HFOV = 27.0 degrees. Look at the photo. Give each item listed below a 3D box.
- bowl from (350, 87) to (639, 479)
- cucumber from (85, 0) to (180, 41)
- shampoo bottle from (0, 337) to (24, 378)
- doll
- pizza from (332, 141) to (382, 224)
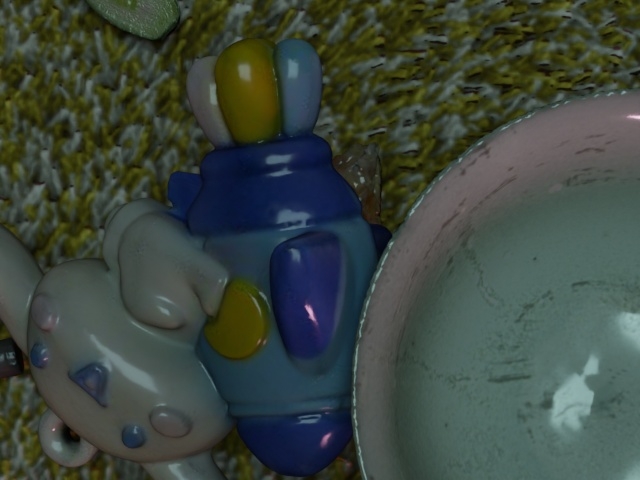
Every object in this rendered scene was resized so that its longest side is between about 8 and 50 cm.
[{"bbox_3d":[0.227,0.120,0.998,0.435,0.196,0.434,1,78,-5],"label":"bowl"},{"bbox_3d":[-0.162,-0.214,1.141,0.067,0.035,0.107,-45,84,8],"label":"cucumber"},{"bbox_3d":[-0.322,0.110,1.064,0.165,0.040,0.080,-12,77,-3],"label":"shampoo bottle"},{"bbox_3d":[-0.082,0.053,0.977,0.366,0.187,0.376,-38,109,17],"label":"doll"},{"bbox_3d":[0.000,0.000,1.093,0.185,0.052,0.195,29,80,2],"label":"pizza"}]
